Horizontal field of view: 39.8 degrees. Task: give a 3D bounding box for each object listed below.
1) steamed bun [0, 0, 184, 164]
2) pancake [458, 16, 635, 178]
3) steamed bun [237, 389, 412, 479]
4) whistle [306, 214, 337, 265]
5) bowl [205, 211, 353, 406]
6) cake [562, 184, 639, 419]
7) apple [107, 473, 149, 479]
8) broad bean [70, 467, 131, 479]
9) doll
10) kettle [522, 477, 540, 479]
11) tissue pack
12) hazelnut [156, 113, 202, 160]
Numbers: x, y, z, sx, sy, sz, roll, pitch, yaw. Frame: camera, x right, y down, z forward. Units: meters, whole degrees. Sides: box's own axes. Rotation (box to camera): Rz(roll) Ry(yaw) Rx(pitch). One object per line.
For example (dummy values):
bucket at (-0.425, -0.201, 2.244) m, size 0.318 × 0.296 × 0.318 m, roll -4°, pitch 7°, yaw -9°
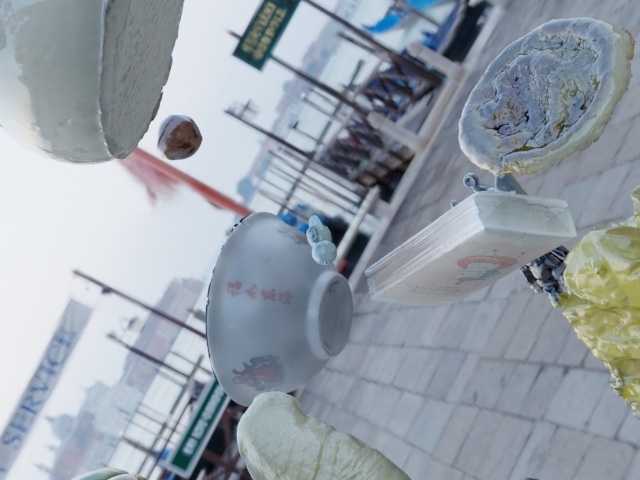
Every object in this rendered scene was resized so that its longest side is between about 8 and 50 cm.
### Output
steamed bun at (-0.312, -0.282, 1.088) m, size 0.374 × 0.241 × 0.375 m, roll -168°, pitch 90°, yaw -87°
pancake at (0.388, -0.257, 1.560) m, size 0.356 × 0.065 × 0.356 m, roll -32°, pitch 41°, yaw 33°
steamed bun at (-0.022, 0.287, 1.080) m, size 0.110 × 0.212 × 0.231 m, roll -51°, pitch 5°, yaw -32°
whistle at (0.000, 0.000, 1.212) m, size 0.035 × 0.035 × 0.100 m, roll -58°, pitch 30°, yaw 29°
bowl at (-0.042, 0.124, 1.529) m, size 0.345 × 0.157 × 0.346 m, roll -14°, pitch -75°, yaw -63°
cake at (0.458, 0.063, 1.125) m, size 0.222 × 0.286 × 0.227 m, roll -16°, pitch 22°, yaw 46°
apple at (-0.204, 0.308, 0.954) m, size 0.102 × 0.114 × 0.099 m, roll -48°, pitch 36°, yaw 6°
broad bean at (-0.377, 0.425, 1.501) m, size 0.174 × 0.124 × 0.082 m, roll 172°, pitch 87°, yaw -73°
doll at (0.390, -0.012, 1.714) m, size 0.103 × 0.316 × 0.145 m, roll -34°, pitch -12°, yaw -17°
kettle at (0.317, 0.527, 1.342) m, size 0.321 × 0.324 × 0.228 m, roll -19°, pitch 2°, yaw -44°
tissue pack at (0.217, 0.023, 1.347) m, size 0.325 × 0.170 × 0.071 m, roll -41°, pitch 50°, yaw 56°
hazelnut at (-0.239, -0.171, 1.473) m, size 0.086 × 0.086 × 0.086 m, roll -60°, pitch 6°, yaw 10°
